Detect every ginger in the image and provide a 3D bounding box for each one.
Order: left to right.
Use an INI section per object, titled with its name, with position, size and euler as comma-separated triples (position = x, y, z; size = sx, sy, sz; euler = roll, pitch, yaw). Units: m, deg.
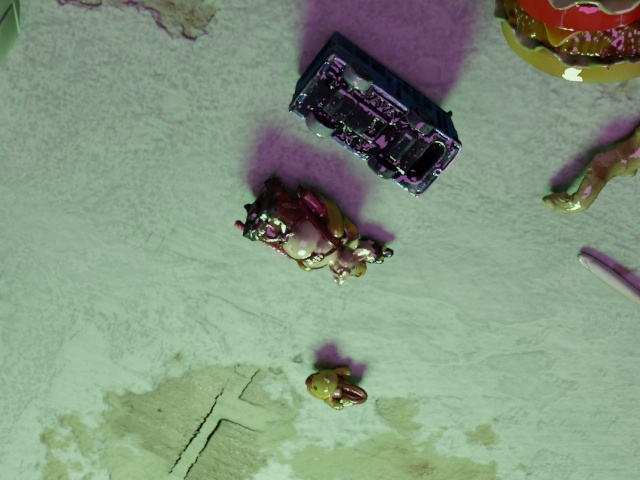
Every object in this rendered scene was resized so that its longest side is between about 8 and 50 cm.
[ginger]
position = 0.470, -0.120, 1.577
size = 0.288, 0.075, 0.089
euler = -36, 122, 16

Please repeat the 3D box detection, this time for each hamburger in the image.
[hamburger]
position = 0.349, -0.349, 1.287
size = 0.274, 0.274, 0.212
euler = -7, 144, 3

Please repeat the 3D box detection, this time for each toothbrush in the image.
[toothbrush]
position = 0.543, 0.103, 1.750
size = 0.307, 0.029, 0.025
euler = 34, 106, -18

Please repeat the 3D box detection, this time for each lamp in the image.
[lamp]
position = 0.000, 0.000, 1.616
size = 0.253, 0.118, 0.118
euler = 31, 118, -18

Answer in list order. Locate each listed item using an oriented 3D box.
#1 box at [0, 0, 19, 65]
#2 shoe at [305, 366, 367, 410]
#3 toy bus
[box]
position = -0.577, -0.311, 1.329
size = 0.341, 0.225, 0.143
euler = 6, 121, -6
[shoe]
position = 0.030, 0.255, 1.811
size = 0.109, 0.072, 0.069
euler = 45, 151, -21
[toy bus]
position = 0.082, -0.180, 1.484
size = 0.234, 0.134, 0.116
euler = 33, 115, -15
